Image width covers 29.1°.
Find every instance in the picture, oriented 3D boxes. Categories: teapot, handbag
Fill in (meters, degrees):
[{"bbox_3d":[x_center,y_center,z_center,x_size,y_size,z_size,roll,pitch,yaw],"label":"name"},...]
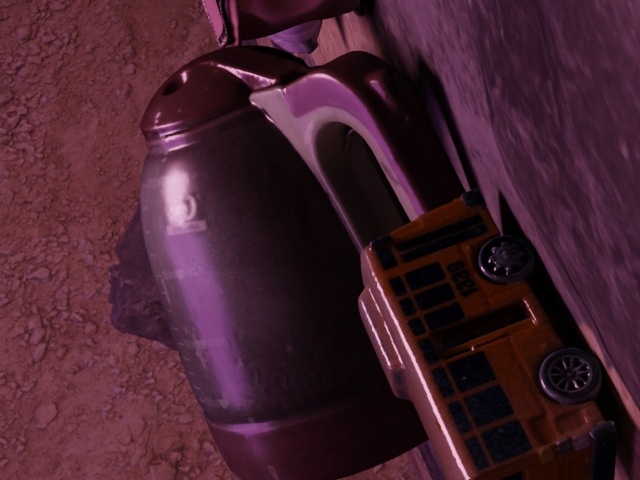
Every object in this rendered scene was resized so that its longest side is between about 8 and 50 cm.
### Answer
[{"bbox_3d":[0.000,0.000,0.918,0.315,0.233,0.312,-4,114,51],"label":"teapot"},{"bbox_3d":[-0.048,-0.237,0.929,0.205,0.116,0.179,95,155,-86],"label":"handbag"}]

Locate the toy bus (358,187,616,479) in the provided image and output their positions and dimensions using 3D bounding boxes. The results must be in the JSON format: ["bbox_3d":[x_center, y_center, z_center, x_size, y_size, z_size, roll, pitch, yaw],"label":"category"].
[{"bbox_3d":[0.090,0.069,0.710,0.091,0.103,0.182,74,175,-52],"label":"toy bus"}]

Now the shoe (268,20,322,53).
[{"bbox_3d":[-0.064,-0.281,1.146,0.245,0.095,0.137,59,169,35],"label":"shoe"}]
